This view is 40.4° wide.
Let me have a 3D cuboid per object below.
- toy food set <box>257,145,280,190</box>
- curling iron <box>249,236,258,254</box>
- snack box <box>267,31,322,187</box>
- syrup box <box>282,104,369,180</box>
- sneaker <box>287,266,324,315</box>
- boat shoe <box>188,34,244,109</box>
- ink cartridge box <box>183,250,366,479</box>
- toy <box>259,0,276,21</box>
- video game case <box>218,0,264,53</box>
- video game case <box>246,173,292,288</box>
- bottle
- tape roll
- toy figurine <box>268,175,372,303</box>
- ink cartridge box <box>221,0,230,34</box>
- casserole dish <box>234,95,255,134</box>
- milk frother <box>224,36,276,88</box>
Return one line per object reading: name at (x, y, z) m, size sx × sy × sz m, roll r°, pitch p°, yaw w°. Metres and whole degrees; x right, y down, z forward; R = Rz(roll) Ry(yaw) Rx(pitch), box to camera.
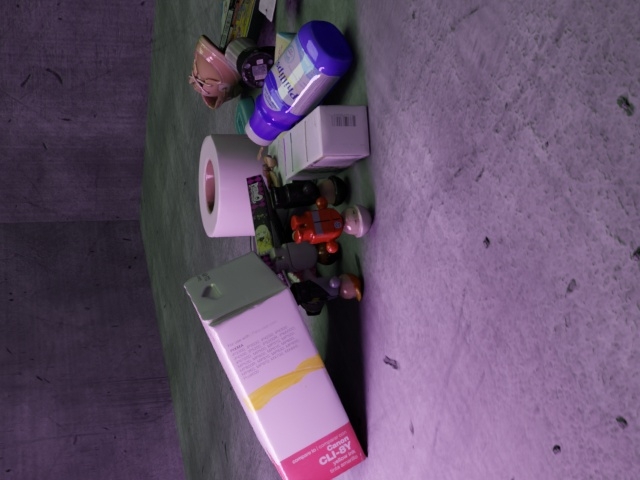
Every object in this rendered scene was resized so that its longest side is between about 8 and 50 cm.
toy food set at (-0.106, -0.143, 1.904) m, size 0.078 × 0.019 × 0.122 m, roll 124°, pitch 129°, yaw -63°
curling iron at (-0.170, -0.028, 2.260) m, size 0.068 × 0.035 × 0.273 m, roll 127°, pitch 139°, yaw -67°
snack box at (-0.053, -0.266, 1.851) m, size 0.187 × 0.060 × 0.321 m, roll -131°, pitch 42°, yaw -60°
syrup box at (0.005, -0.179, 1.636) m, size 0.237 × 0.093 × 0.096 m, roll 162°, pitch 105°, yaw -71°
sneaker at (-0.032, 0.104, 1.823) m, size 0.170 × 0.063 × 0.074 m, roll -129°, pitch 39°, yaw -61°
boat shoe at (-0.276, -0.420, 2.251) m, size 0.121 × 0.110 × 0.341 m, roll 46°, pitch 175°, yaw 10°
ink cartridge box at (-0.091, 0.242, 1.643) m, size 0.384 × 0.160 × 0.279 m, roll 67°, pitch 169°, yaw -19°
toy at (-0.076, -0.603, 1.894) m, size 0.137 × 0.056 × 0.237 m, roll -120°, pitch 38°, yaw -61°
video game case at (-0.181, -0.585, 2.162) m, size 0.248 × 0.035 × 0.274 m, roll -135°, pitch 58°, yaw -64°
video game case at (-0.105, 0.005, 1.912) m, size 0.232 × 0.042 × 0.210 m, roll 70°, pitch -173°, yaw -56°
bottle at (-0.052, -0.292, 1.678) m, size 0.283 × 0.092 × 0.118 m, roll -44°, pitch 65°, yaw 42°
tape roll at (-0.187, -0.131, 2.091) m, size 0.246 × 0.169 × 0.246 m, roll 179°, pitch 90°, yaw -71°
toy figurine at (0.000, 0.000, 1.613) m, size 0.213 × 0.148 × 0.209 m, roll -130°, pitch 36°, yaw -58°
ink cartridge box at (-0.232, -0.609, 2.353) m, size 0.122 × 0.052 × 0.088 m, roll -175°, pitch 83°, yaw -70°
casserole dish at (-0.194, -0.299, 2.299) m, size 0.114 × 0.037 × 0.188 m, roll 108°, pitch 154°, yaw -44°
milk frother at (-0.146, -0.379, 2.006) m, size 0.134 × 0.129 × 0.143 m, roll -129°, pitch 47°, yaw -55°
